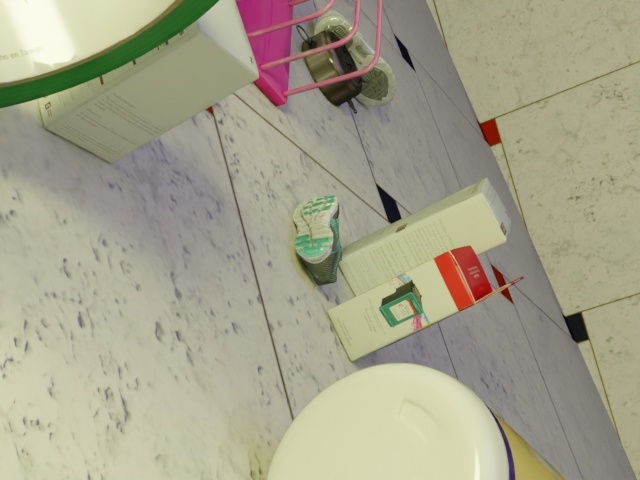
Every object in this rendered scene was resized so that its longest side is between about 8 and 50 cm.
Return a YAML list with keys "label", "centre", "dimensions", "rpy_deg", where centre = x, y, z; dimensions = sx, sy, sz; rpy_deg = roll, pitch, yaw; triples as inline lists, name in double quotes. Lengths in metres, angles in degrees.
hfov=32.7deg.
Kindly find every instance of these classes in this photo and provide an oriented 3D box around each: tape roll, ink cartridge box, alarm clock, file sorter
- label: "tape roll"
  centre: [-0.196, -0.193, 0.745]
  dimensions: [0.077, 0.321, 0.321]
  rpy_deg: [66, 18, 8]
- label: "ink cartridge box"
  centre: [0.141, 0.071, 1.433]
  dimensions: [0.078, 0.231, 0.134]
  rpy_deg: [65, 18, 5]
- label: "alarm clock"
  centre: [0.014, -0.317, 1.916]
  dimensions: [0.192, 0.064, 0.129]
  rpy_deg: [39, 29, -44]
- label: "file sorter"
  centre: [-0.052, -0.370, 1.530]
  dimensions: [0.290, 0.182, 0.202]
  rpy_deg: [45, 39, -48]

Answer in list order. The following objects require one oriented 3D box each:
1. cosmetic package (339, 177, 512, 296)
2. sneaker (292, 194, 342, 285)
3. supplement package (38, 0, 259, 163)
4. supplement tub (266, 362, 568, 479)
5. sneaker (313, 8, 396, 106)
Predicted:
- label: "cosmetic package"
  centre: [0.150, 0.002, 1.555]
  dimensions: [0.085, 0.231, 0.117]
  rpy_deg: [60, 18, -6]
- label: "sneaker"
  centre: [0.000, 0.000, 1.454]
  dimensions: [0.166, 0.065, 0.076]
  rpy_deg: [-80, 155, -57]
- label: "supplement package"
  centre: [-0.167, -0.170, 1.020]
  dimensions: [0.105, 0.179, 0.105]
  rpy_deg: [32, 35, -58]
- label: "supplement tub"
  centre: [0.125, 0.287, 1.072]
  dimensions: [0.331, 0.241, 0.241]
  rpy_deg: [42, 27, -45]
- label: "sneaker"
  centre: [0.070, -0.358, 2.082]
  dimensions: [0.232, 0.090, 0.115]
  rpy_deg: [51, 18, -33]
